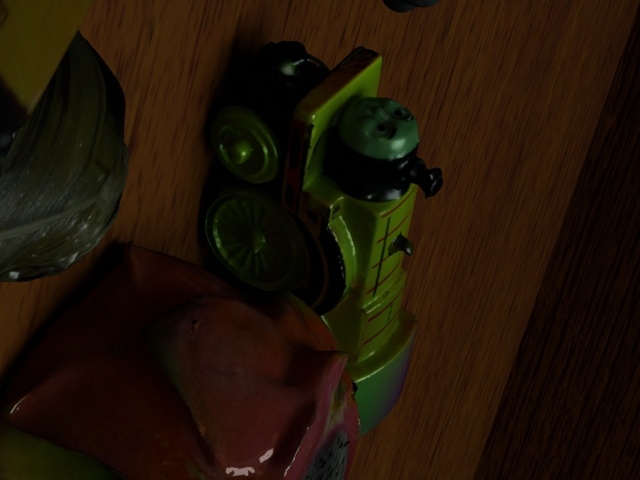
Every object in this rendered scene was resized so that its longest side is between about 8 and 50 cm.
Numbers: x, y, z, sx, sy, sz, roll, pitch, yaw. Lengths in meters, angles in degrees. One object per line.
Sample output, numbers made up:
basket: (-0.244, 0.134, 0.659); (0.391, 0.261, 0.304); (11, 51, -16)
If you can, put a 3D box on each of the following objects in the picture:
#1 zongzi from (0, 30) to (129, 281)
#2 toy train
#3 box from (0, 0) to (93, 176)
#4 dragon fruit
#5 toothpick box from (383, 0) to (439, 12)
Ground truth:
zongzi: (-0.205, 0.007, 0.701); (0.288, 0.134, 0.286); (-51, 166, -3)
toy train: (0.000, 0.000, 1.230); (0.100, 0.160, 0.296); (-45, 152, -41)
box: (-0.149, -0.157, 0.390); (0.415, 0.264, 0.116); (-65, 164, -12)
dragon fruit: (-0.078, 0.153, 1.134); (0.290, 0.189, 0.290); (-55, 160, -31)
toothpick box: (0.111, -0.284, 1.084); (0.316, 0.229, 0.229); (-66, 163, 2)
